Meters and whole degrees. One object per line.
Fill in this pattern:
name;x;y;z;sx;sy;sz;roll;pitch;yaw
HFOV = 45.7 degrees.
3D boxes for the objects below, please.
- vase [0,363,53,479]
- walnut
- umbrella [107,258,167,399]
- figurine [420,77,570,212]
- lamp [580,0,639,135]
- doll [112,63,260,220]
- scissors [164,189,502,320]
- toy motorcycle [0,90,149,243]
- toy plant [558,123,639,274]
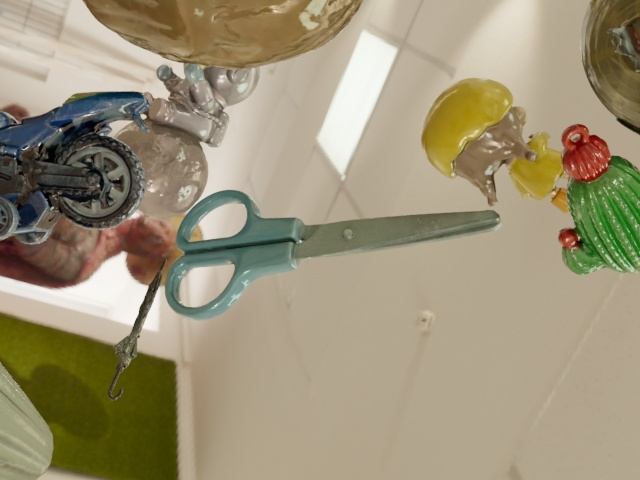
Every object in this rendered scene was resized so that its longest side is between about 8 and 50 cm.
vase;-0.283;0.124;0.552;0.248;0.128;0.128;66;26;-55
walnut;-0.089;-0.291;0.640;0.285;0.285;0.296;176;-92;-71
umbrella;-0.324;0.148;1.324;0.044;0.044;0.268;-2;-122;27
figurine;0.364;-0.181;1.480;0.187;0.344;0.215;-59;175;-50
lamp;0.424;-0.242;0.901;0.250;0.284;0.250;17;-66;43
doll;-0.180;-0.167;1.049;0.287;0.151;0.151;-57;-163;-4
scissors;0.000;0.000;0.931;0.447;0.029;0.192;-6;-124;27
toy motorcycle;-0.261;-0.064;0.606;0.092;0.255;0.135;74;10;-88
toy plant;0.361;-0.050;0.914;0.088;0.155;0.240;-101;179;-51
